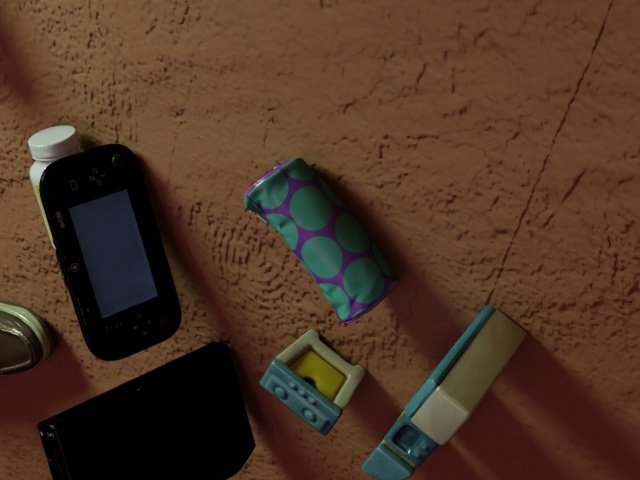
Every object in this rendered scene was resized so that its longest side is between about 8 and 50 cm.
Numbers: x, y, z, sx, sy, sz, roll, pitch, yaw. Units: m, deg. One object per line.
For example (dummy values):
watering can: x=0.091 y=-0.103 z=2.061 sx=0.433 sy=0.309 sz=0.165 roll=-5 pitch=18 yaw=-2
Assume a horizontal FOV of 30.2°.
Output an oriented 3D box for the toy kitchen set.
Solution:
toy kitchen set: x=0.045 y=0.121 z=1.048 sx=0.166 sy=0.122 sz=0.207 roll=38 pitch=133 yaw=7

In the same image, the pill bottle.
pill bottle: x=-0.249 y=-0.051 z=1.173 sx=0.065 sy=0.065 sz=0.116 roll=6 pitch=123 yaw=31

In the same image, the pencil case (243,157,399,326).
pencil case: x=0.000 y=0.000 z=1.038 sx=0.070 sy=0.064 sz=0.152 roll=-37 pitch=95 yaw=27

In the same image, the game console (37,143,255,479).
game console: x=-0.191 y=0.093 z=1.142 sx=0.044 sy=0.213 sz=0.362 roll=-3 pitch=106 yaw=48

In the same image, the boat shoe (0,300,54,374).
boat shoe: x=-0.425 y=0.133 z=1.395 sx=0.257 sy=0.095 sz=0.095 roll=-5 pitch=116 yaw=36
